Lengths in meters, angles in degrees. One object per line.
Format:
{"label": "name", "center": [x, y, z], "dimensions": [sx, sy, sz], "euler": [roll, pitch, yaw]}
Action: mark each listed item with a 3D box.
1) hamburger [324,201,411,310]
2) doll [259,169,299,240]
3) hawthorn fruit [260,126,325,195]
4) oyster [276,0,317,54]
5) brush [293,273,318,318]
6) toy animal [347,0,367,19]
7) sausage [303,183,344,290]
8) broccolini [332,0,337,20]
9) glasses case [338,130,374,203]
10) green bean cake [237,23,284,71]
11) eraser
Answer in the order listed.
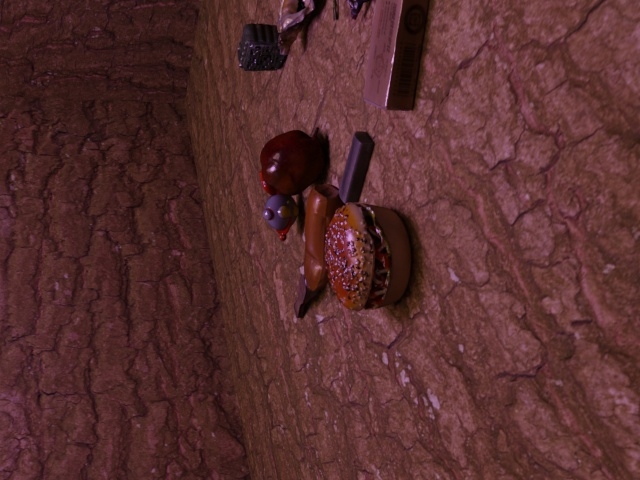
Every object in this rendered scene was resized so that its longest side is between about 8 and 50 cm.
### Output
{"label": "hamburger", "center": [0.108, 0.040, 1.652], "dimensions": [0.300, 0.176, 0.301], "euler": [177, 90, -70]}
{"label": "doll", "center": [-0.141, -0.165, 2.273], "dimensions": [0.105, 0.199, 0.337], "euler": [5, 99, 36]}
{"label": "hawthorn fruit", "center": [-0.082, -0.276, 2.093], "dimensions": [0.248, 0.208, 0.208], "euler": [-45, 47, 31]}
{"label": "oyster", "center": [-0.068, -0.785, 2.112], "dimensions": [0.271, 0.100, 0.276], "euler": [161, 118, -65]}
{"label": "brush", "center": [-0.048, 0.199, 2.237], "dimensions": [0.327, 0.065, 0.070], "euler": [109, 145, -62]}
{"label": "toy animal", "center": [0.122, -0.668, 1.689], "dimensions": [0.105, 0.070, 0.202], "euler": [60, 147, 14]}
{"label": "sausage", "center": [0.004, -0.001, 1.995], "dimensions": [0.134, 0.116, 0.354], "euler": [40, 133, 45]}
{"label": "broccolini", "center": [0.048, -0.743, 1.930], "dimensions": [0.035, 0.030, 0.140], "euler": [3, 101, 32]}
{"label": "glasses case", "center": [0.099, -0.207, 1.821], "dimensions": [0.071, 0.047, 0.205], "euler": [-115, 31, -47]}
{"label": "green bean cake", "center": [-0.216, -0.720, 2.387], "dimensions": [0.181, 0.173, 0.094], "euler": [129, 132, -58]}
{"label": "eraser", "center": [0.184, -0.496, 1.533], "dimensions": [0.144, 0.078, 0.344], "euler": [-134, 47, -59]}
